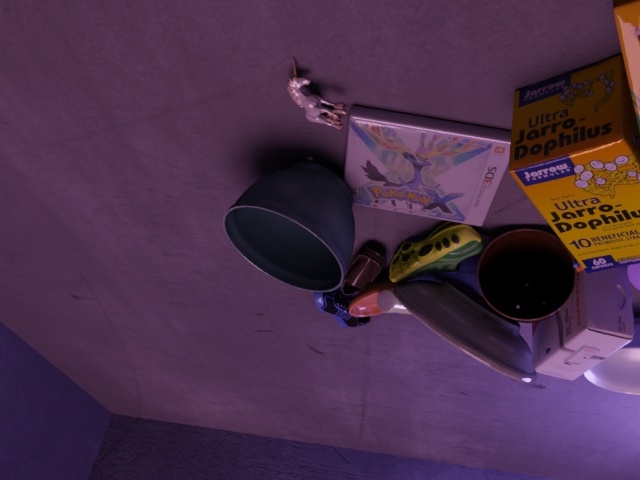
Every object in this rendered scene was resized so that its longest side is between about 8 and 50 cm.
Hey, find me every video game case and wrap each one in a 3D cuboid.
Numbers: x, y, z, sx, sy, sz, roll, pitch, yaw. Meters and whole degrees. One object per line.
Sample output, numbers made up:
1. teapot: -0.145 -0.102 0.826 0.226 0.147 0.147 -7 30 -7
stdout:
1. video game case: 0.215 -0.148 1.464 0.329 0.036 0.300 11 148 5

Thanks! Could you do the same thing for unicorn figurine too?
1. unicorn figurine: -0.008 -0.264 1.335 0.111 0.060 0.162 19 156 11

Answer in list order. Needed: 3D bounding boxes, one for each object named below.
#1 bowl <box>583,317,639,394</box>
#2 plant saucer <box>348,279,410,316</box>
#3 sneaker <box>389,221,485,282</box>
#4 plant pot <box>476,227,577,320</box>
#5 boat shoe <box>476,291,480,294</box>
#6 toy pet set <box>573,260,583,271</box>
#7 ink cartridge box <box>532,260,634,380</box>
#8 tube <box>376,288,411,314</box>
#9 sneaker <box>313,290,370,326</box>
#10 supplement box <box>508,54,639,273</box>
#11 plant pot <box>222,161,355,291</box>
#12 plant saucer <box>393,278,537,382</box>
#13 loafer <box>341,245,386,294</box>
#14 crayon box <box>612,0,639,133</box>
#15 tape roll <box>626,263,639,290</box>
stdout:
1. bowl: 0.858 0.297 1.845 0.298 0.134 0.298 10 148 6
2. plant saucer: 0.170 0.156 1.902 0.200 0.037 0.200 -15 157 -7
3. sneaker: 0.278 0.049 1.687 0.123 0.109 0.295 30 146 -24
4. plant pot: 0.494 0.109 1.643 0.215 0.215 0.230 1 162 19
5. boat shoe: 0.418 0.161 1.875 0.135 0.045 0.050 27 146 -15
6. toy pet set: 0.597 0.012 1.506 0.065 0.122 0.114 -1 164 29
7. ink cartridge box: 0.632 0.192 1.691 0.117 0.207 0.283 13 148 -4
8. tube: 0.247 0.170 1.860 0.062 0.070 0.240 -30 152 36
9. sneaker: 0.066 0.189 2.027 0.090 0.081 0.232 -10 149 28
10. supplement box: 0.510 -0.121 1.247 0.194 0.195 0.356 -15 138 38
11. plant pot: -0.043 -0.050 1.534 0.293 0.196 0.293 21 150 13
12. plant saucer: 0.370 0.190 1.683 0.400 0.100 0.400 30 -171 -5
13. loafer: 0.112 0.091 1.828 0.080 0.078 0.220 31 149 5
14. crayon box: 0.542 -0.267 0.981 0.202 0.081 0.318 -13 114 28
15. tape roll: 0.806 0.030 1.480 0.275 0.090 0.275 10 149 6
